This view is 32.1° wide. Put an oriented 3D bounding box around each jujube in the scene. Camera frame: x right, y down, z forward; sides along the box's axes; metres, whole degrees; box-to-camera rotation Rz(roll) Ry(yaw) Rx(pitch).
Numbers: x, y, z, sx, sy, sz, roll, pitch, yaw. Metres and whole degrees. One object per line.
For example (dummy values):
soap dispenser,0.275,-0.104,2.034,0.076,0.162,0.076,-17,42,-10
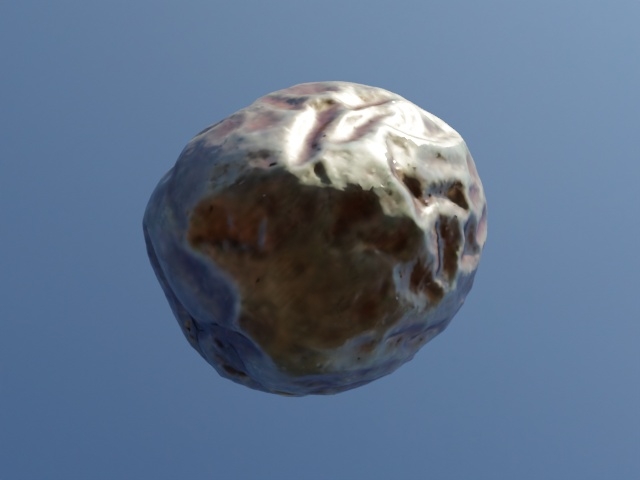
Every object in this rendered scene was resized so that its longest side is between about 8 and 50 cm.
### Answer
jujube,0.003,-0.007,0.882,0.246,0.215,0.308,42,-148,-3
